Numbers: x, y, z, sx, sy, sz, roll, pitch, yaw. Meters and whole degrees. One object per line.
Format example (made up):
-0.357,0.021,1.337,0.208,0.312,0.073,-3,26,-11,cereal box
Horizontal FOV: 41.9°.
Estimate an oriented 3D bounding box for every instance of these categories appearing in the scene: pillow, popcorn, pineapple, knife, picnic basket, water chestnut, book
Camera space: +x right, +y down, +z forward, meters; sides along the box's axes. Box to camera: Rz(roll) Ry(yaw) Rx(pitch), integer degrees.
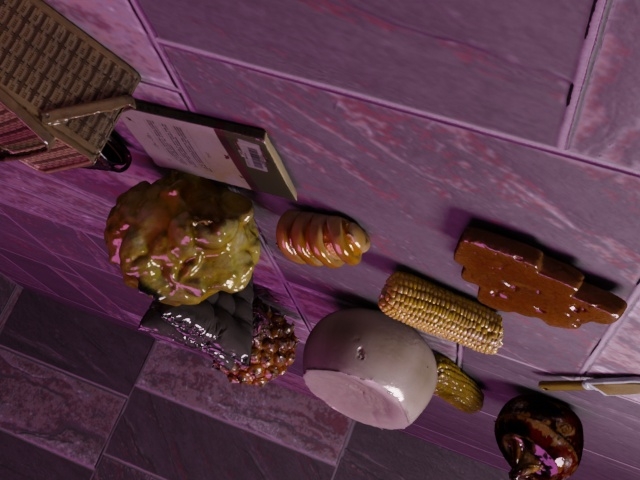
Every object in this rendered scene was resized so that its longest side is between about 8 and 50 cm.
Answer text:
-0.240,0.094,1.722,0.228,0.326,0.101,34,126,-30,pillow
-0.249,-0.007,1.531,0.286,0.252,0.215,13,-155,-10,popcorn
-0.202,0.223,2.211,0.262,0.262,0.272,16,149,22,pineapple
0.580,0.299,1.723,0.061,0.027,0.343,33,158,-16,knife
-0.447,-0.230,1.192,0.313,0.175,0.228,35,159,-35,picnic basket
0.526,0.492,2.032,0.223,0.238,0.224,30,137,32,water chestnut
-0.187,-0.147,1.358,0.289,0.026,0.201,16,161,20,book

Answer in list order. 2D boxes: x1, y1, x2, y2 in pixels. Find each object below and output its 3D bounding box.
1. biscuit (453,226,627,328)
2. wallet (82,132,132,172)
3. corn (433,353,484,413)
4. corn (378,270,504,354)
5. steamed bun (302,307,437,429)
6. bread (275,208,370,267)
0.320,0.056,1.302,0.278,0.043,0.301,6,155,48,biscuit
-0.490,-0.213,1.486,0.220,0.071,0.262,11,152,35,wallet
0.336,0.370,2.125,0.097,0.097,0.320,9,160,38,corn
0.228,0.137,1.573,0.244,0.093,0.093,24,163,-5,corn
0.118,0.282,1.933,0.324,0.206,0.324,21,151,12,steamed bun
0.000,0.000,1.476,0.177,0.084,0.119,6,157,33,bread
